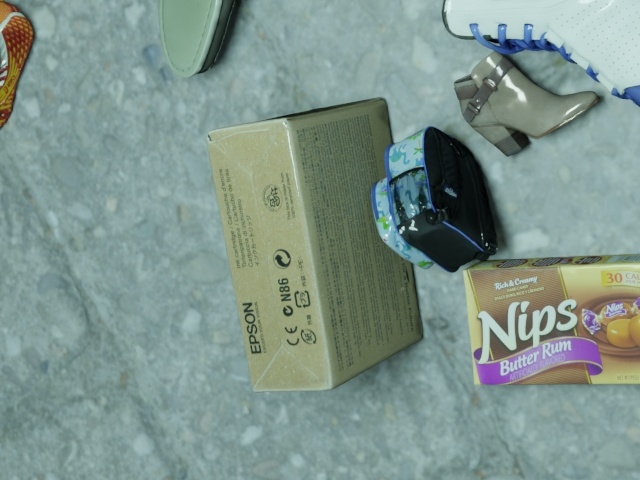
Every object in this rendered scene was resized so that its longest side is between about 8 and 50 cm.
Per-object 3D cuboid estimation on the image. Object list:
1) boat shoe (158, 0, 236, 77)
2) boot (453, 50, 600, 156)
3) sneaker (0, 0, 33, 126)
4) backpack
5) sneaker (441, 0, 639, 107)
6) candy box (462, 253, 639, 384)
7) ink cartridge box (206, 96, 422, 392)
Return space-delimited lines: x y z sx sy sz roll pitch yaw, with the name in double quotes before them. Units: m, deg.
"boat shoe" -0.098 -0.265 1.337 0.081 0.069 0.227 20 108 38
"boot" 0.174 -0.129 1.245 0.118 0.042 0.087 -31 94 34
"sneaker" -0.355 -0.171 1.492 0.067 0.064 0.175 41 110 35
"backpack" 0.096 -0.037 1.263 0.084 0.105 0.114 -24 54 30
"sneaker" 0.212 -0.190 1.186 0.182 0.127 0.315 -35 77 30
"candy box" 0.225 0.070 1.257 0.187 0.053 0.109 -3 99 25
"ink cartridge box" 0.000 0.000 1.271 0.088 0.193 0.234 -7 96 28
